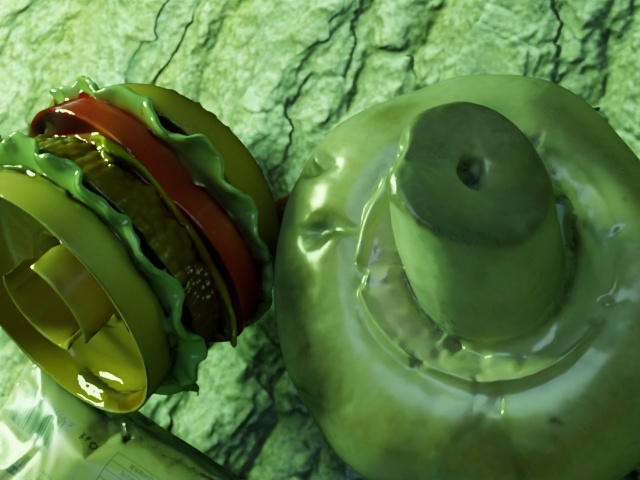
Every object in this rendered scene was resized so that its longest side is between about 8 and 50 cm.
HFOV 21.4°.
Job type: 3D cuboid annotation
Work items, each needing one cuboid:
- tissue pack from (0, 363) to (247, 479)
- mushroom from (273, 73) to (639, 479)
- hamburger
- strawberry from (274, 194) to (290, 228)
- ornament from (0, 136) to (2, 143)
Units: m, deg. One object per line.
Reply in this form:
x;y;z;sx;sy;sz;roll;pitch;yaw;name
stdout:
-0.196;0.245;1.456;0.257;0.123;0.215;30;87;29;tissue pack
0.146;0.026;1.304;0.325;0.353;0.353;9;70;-18;mushroom
-0.155;-0.008;1.408;0.274;0.274;0.212;30;56;28;hamburger
0.000;0.000;1.483;0.106;0.106;0.106;-8;69;20;strawberry
-0.393;-0.093;1.633;0.177;0.177;0.177;-8;69;20;ornament
